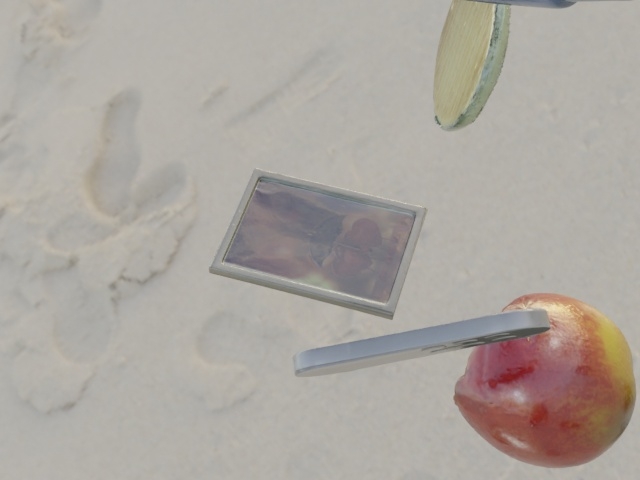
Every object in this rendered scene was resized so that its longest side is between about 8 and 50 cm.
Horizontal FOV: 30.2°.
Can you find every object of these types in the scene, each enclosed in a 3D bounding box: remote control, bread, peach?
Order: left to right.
[{"bbox_3d":[0.090,0.096,1.098,0.245,0.077,0.022,-13,75,17],"label":"remote control"},{"bbox_3d":[0.231,-0.291,1.813,0.040,0.267,0.267,11,38,-13],"label":"bread"},{"bbox_3d":[0.231,0.147,1.250,0.190,0.192,0.190,-164,90,-81],"label":"peach"}]

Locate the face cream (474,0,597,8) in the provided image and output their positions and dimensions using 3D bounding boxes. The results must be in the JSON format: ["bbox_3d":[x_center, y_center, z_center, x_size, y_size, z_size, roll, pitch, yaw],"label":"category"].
[{"bbox_3d":[0.199,-0.306,1.339,0.135,0.086,0.385,-17,20,-35],"label":"face cream"}]

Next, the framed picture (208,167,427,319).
[{"bbox_3d":[0.000,0.000,1.829,0.289,0.020,0.211,14,54,11],"label":"framed picture"}]
